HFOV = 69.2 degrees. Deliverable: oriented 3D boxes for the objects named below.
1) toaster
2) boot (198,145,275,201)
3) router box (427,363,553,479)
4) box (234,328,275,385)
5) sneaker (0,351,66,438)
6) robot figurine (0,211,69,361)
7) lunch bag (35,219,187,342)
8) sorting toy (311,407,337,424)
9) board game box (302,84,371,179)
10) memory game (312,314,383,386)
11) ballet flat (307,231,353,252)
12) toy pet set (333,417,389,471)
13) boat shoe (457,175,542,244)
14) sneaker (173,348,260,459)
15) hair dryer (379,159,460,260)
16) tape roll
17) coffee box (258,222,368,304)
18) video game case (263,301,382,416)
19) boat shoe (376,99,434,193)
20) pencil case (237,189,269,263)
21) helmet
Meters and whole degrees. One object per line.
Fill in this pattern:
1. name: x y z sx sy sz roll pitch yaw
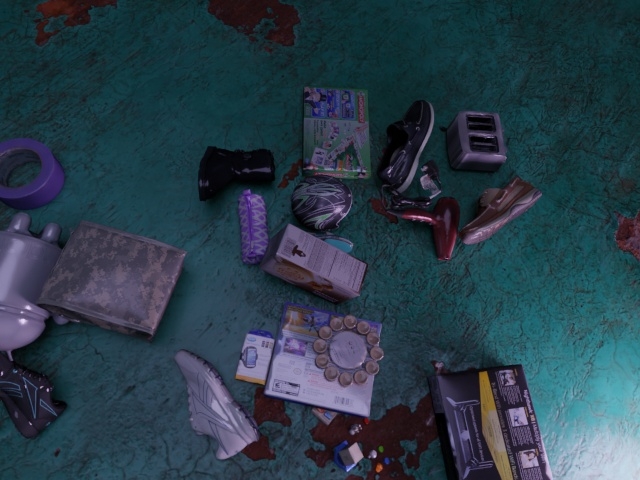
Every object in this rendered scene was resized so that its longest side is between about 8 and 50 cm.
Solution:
1. toaster: 0.495 -0.319 1.495 0.186 0.110 0.168 3 68 -5
2. boot: -0.235 -0.196 1.336 0.207 0.094 0.246 2 37 -4
3. router box: 0.431 0.489 1.196 0.243 0.081 0.308 -4 70 -8
4. box: -0.170 0.306 1.226 0.081 0.028 0.136 13 66 -2
5. sneaker: -0.694 0.328 1.074 0.106 0.101 0.267 -29 120 -27
6. robot figurine: -0.756 0.113 1.136 0.300 0.200 0.353 21 65 -31
7. lunch bag: -0.519 0.101 1.168 0.287 0.169 0.235 21 64 -13
8. sorting toy: 0.005 0.428 1.206 0.083 0.012 0.062 39 70 8
9. board game box: 0.049 -0.350 1.489 0.214 0.046 0.317 3 69 -6
10. memory game: 0.071 0.284 1.200 0.186 0.012 0.186 3 65 -7
11. ballet flat: 0.000 0.000 1.346 0.189 0.070 0.070 3 69 -10
12. toy pet set: 0.093 0.532 1.166 0.114 0.065 0.122 -13 71 -48
13. boat shoe: 0.528 -0.096 1.418 0.324 0.123 0.116 -29 71 -25
14. sneaker: -0.278 0.398 1.139 0.129 0.111 0.297 -38 77 -12
15. hair dryer: 0.312 -0.071 1.381 0.224 0.080 0.293 -32 91 -15
16. tape roll: -0.834 -0.187 1.306 0.189 0.080 0.188 2 70 -6
17. coffee box: -0.019 0.069 1.236 0.247 0.141 0.098 27 63 -17
18. video game case: 0.010 0.311 1.219 0.270 0.061 0.244 13 65 -2
19. boat shoe: 0.253 -0.316 1.449 0.113 0.127 0.340 28 75 -24
20. pencil case: -0.192 -0.033 1.318 0.086 0.088 0.206 -15 69 13
21. helmet: 0.001 -0.110 1.330 0.170 0.161 0.169 2 69 -6
